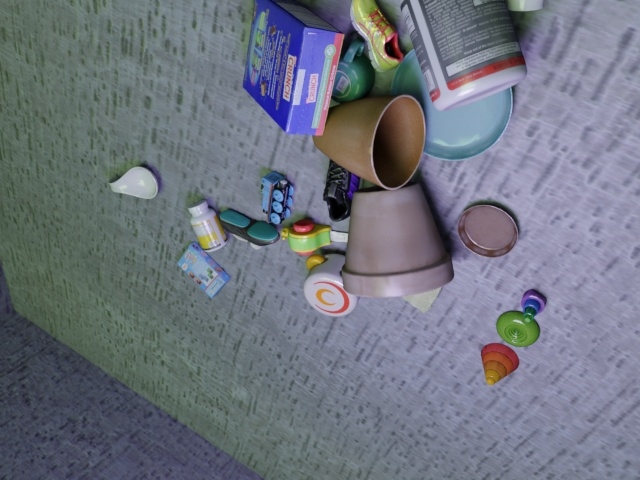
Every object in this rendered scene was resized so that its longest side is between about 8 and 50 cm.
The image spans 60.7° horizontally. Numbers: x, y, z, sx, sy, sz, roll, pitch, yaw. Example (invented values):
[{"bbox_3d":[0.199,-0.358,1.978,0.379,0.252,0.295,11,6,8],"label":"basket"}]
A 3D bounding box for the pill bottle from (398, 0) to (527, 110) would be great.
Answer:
[{"bbox_3d":[0.293,-0.487,1.188,0.210,0.210,0.363,-17,94,40],"label":"pill bottle"}]

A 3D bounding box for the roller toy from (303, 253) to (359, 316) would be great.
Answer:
[{"bbox_3d":[0.047,0.147,1.860,0.209,0.146,0.191,11,130,16],"label":"roller toy"}]

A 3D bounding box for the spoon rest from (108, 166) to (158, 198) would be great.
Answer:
[{"bbox_3d":[-0.756,-0.228,2.193,0.276,0.084,0.137,1,120,34],"label":"spoon rest"}]

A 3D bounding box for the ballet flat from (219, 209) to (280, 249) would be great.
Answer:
[{"bbox_3d":[-0.251,-0.031,1.989,0.280,0.095,0.096,25,141,31],"label":"ballet flat"}]

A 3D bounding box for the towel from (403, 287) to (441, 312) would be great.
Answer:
[{"bbox_3d":[0.327,0.163,1.765,0.110,0.027,0.148,31,132,12],"label":"towel"}]

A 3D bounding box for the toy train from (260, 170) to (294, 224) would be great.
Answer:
[{"bbox_3d":[-0.152,-0.140,1.853,0.105,0.080,0.184,34,136,23],"label":"toy train"}]

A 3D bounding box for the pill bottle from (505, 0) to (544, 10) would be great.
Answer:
[{"bbox_3d":[0.432,-0.580,1.137,0.107,0.108,0.180,13,126,26],"label":"pill bottle"}]

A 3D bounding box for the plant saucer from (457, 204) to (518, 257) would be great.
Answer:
[{"bbox_3d":[0.471,-0.030,1.536,0.168,0.029,0.169,17,127,24],"label":"plant saucer"}]

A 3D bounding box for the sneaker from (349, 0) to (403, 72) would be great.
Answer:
[{"bbox_3d":[0.150,-0.527,1.366,0.094,0.081,0.209,15,142,57],"label":"sneaker"}]

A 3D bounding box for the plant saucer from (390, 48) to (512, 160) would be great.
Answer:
[{"bbox_3d":[0.332,-0.359,1.398,0.317,0.044,0.318,17,127,24],"label":"plant saucer"}]

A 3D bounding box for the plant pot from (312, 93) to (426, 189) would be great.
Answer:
[{"bbox_3d":[0.108,-0.273,1.447,0.254,0.237,0.237,18,129,39],"label":"plant pot"}]

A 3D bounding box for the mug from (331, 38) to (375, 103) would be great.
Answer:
[{"bbox_3d":[0.067,-0.449,1.477,0.129,0.097,0.158,-2,119,35],"label":"mug"}]

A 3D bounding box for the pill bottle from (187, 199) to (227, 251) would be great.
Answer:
[{"bbox_3d":[-0.432,-0.057,2.076,0.103,0.103,0.184,-5,116,36],"label":"pill bottle"}]

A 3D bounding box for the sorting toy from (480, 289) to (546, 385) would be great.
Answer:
[{"bbox_3d":[0.568,0.314,1.637,0.127,0.126,0.366,27,132,17],"label":"sorting toy"}]

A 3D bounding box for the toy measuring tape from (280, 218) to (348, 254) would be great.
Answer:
[{"bbox_3d":[0.000,0.000,1.813,0.329,0.121,0.122,10,125,29],"label":"toy measuring tape"}]

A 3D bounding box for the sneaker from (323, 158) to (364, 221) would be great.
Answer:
[{"bbox_3d":[0.064,-0.182,1.627,0.102,0.146,0.294,14,127,26],"label":"sneaker"}]

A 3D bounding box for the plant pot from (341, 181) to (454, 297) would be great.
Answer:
[{"bbox_3d":[0.203,-0.016,1.568,0.323,0.323,0.281,-3,102,35],"label":"plant pot"}]

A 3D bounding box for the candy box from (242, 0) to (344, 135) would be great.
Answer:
[{"bbox_3d":[-0.083,-0.465,1.434,0.317,0.122,0.268,54,139,44],"label":"candy box"}]

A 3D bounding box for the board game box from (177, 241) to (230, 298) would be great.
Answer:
[{"bbox_3d":[-0.490,0.126,2.283,0.211,0.039,0.160,45,133,-1],"label":"board game box"}]
